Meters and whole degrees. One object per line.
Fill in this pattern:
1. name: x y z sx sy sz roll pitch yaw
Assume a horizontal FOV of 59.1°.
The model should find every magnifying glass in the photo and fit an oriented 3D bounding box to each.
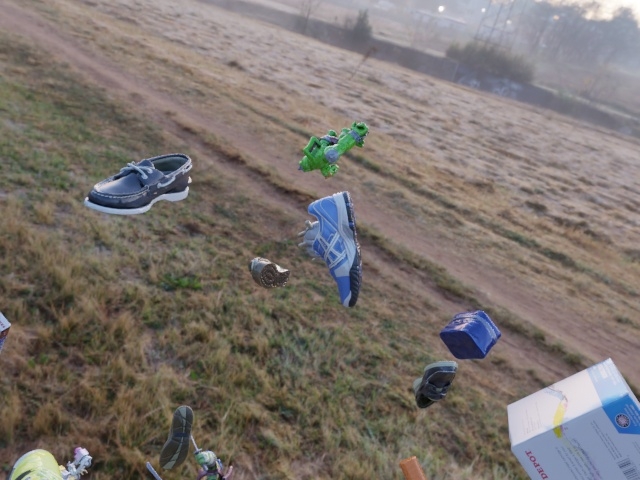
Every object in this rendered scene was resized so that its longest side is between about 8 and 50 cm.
1. magnifying glass: 0.187 0.452 0.877 0.026 0.092 0.231 66 -1 -78

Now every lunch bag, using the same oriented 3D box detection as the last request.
1. lunch bag: 0.265 0.166 1.003 0.065 0.098 0.067 -40 98 -27

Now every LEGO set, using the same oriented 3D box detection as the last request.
1. LEGO set: -0.706 0.584 1.403 0.107 0.132 0.287 30 -7 17

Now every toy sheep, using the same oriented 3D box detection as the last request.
1. toy sheep: 0.000 0.000 1.258 0.091 0.091 0.132 41 -4 44

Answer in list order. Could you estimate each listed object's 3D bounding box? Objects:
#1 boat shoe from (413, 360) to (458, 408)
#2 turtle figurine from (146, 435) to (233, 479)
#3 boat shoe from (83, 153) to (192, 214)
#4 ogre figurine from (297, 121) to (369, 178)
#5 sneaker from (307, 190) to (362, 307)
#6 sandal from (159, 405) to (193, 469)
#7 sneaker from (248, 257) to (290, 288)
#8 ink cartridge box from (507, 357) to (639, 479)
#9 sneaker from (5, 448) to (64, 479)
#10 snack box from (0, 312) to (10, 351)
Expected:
1. boat shoe: 0.283 0.358 1.386 0.080 0.224 0.074 6 59 -7
2. turtle figurine: -0.370 0.695 1.598 0.275 0.197 0.266 55 0 -33
3. boat shoe: -0.367 -0.125 1.165 0.114 0.091 0.302 21 19 8
4. ogre figurine: 0.018 -0.209 1.311 0.197 0.097 0.118 13 49 43
5. sneaker: 0.030 0.019 1.028 0.081 0.211 0.080 -8 6 9
6. sandal: -0.385 0.528 1.521 0.072 0.180 0.049 14 0 -19
7. sneaker: -0.146 0.076 1.391 0.086 0.064 0.192 21 -2 18
8. ink cartridge box: 0.503 0.374 1.076 0.171 0.232 0.168 57 19 -1
9. sneaker: -0.545 0.538 1.125 0.145 0.147 0.384 45 -4 -29
10. snack box: -0.632 0.177 1.077 0.064 0.178 0.022 50 44 3
